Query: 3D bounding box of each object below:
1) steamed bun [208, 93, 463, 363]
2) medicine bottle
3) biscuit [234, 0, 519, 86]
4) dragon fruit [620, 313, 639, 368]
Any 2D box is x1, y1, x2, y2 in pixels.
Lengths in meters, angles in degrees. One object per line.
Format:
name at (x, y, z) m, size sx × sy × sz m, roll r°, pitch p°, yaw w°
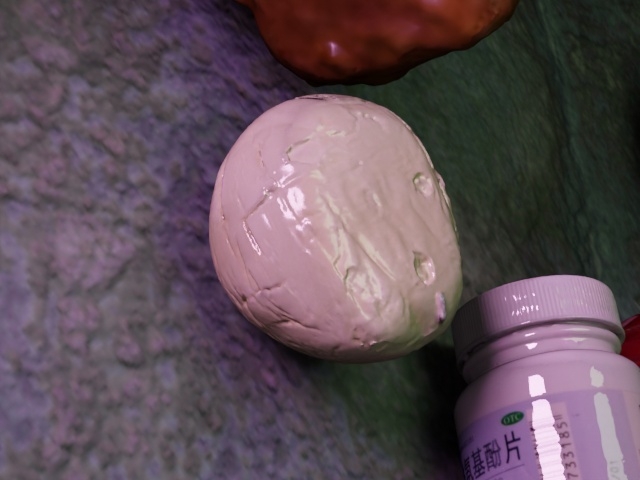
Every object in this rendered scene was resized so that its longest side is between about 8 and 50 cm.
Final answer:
steamed bun at (0.000, 0.000, 0.744) m, size 0.112 × 0.091 × 0.130 m, roll -16°, pitch 82°, yaw -48°
medicine bottle at (0.124, 0.120, 0.808) m, size 0.102 × 0.102 × 0.187 m, roll 18°, pitch 54°, yaw -44°
biscuit at (-0.017, -0.289, 0.852) m, size 0.395 × 0.166 × 0.343 m, roll 52°, pitch 38°, yaw -10°
dragon fruit at (0.246, 0.117, 0.946) m, size 0.189 × 0.163 × 0.262 m, roll 31°, pitch 38°, yaw 5°
